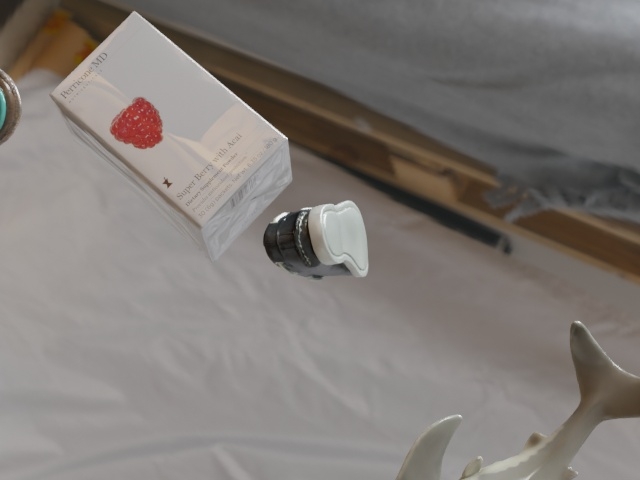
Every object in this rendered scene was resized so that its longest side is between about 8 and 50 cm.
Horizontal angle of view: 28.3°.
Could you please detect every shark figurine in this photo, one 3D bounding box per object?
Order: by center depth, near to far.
[{"bbox_3d":[0.119,0.182,0.839,0.278,0.116,0.166,-21,131,-20],"label":"shark figurine"}]

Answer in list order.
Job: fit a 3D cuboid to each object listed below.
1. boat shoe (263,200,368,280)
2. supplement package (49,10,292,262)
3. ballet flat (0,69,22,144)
[{"bbox_3d":[0.000,0.000,1.789,0.302,0.091,0.114,28,54,-73],"label":"boat shoe"},{"bbox_3d":[-0.206,-0.144,1.796,0.177,0.293,0.175,-47,168,-11],"label":"supplement package"},{"bbox_3d":[-0.396,-0.121,1.181,0.106,0.316,0.107,-5,96,-71],"label":"ballet flat"}]
